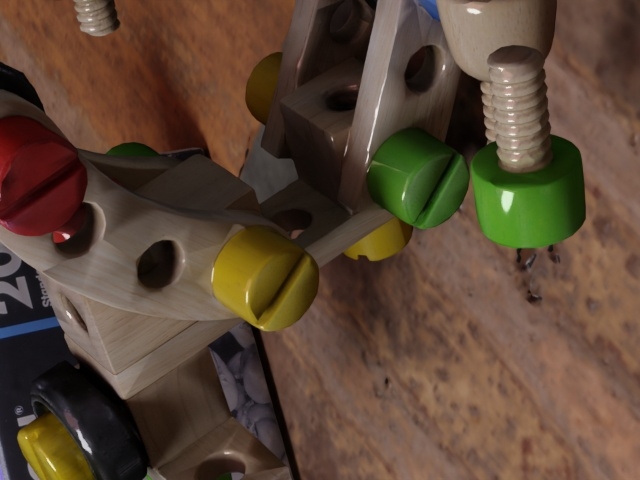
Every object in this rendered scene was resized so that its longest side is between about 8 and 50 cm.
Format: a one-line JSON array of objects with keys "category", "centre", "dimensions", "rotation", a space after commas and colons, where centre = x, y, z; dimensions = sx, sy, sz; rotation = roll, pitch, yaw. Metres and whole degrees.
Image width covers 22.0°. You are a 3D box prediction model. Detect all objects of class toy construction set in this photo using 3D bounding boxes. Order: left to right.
[{"category": "toy construction set", "centre": [0.000, 0.000, 0.642], "dimensions": [0.309, 0.257, 0.237], "rotation": [9, 127, 29]}]

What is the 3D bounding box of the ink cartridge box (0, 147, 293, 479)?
[{"category": "ink cartridge box", "centre": [-0.124, 0.068, 0.781], "dimensions": [0.045, 0.208, 0.206], "rotation": [-24, 81, 56]}]
